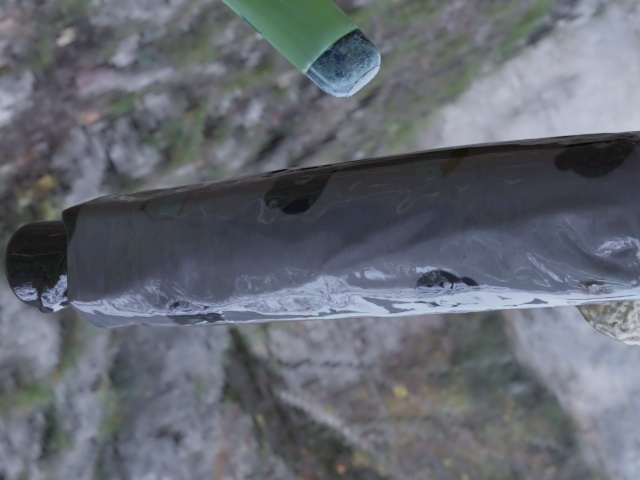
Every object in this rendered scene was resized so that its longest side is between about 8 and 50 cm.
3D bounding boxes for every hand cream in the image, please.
[{"bbox_3d":[-0.023,-0.199,1.539,0.095,0.175,0.046,-41,168,-30],"label":"hand cream"}]

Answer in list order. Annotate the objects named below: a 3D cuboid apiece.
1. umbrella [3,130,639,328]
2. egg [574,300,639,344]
[{"bbox_3d":[0.000,0.000,0.722,0.337,0.067,0.073,-5,175,33],"label":"umbrella"},{"bbox_3d":[0.340,-0.006,1.723,0.245,0.203,0.203,-54,-162,-21],"label":"egg"}]
